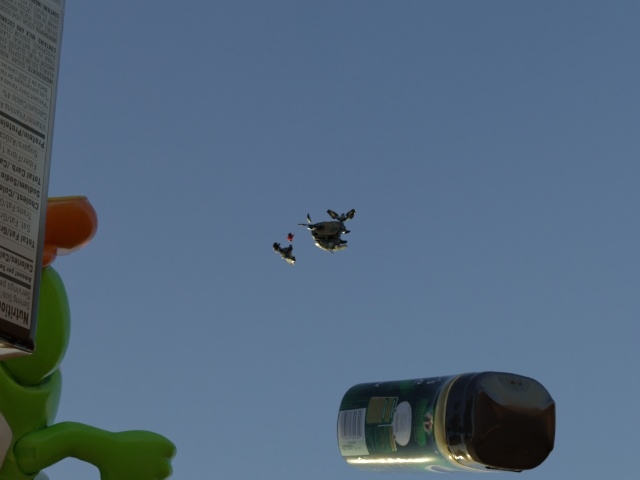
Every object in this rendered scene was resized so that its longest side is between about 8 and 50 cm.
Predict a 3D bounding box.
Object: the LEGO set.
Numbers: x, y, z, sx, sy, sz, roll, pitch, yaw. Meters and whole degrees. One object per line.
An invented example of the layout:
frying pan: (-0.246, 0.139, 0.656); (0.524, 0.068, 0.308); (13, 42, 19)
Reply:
LEGO set: (-0.002, -0.001, 1.431); (0.083, 0.054, 0.023); (-18, -47, -10)

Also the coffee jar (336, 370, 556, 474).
coffee jar: (0.101, 0.149, 1.303); (0.096, 0.184, 0.079); (11, -104, -34)

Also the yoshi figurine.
yoshi figurine: (-0.217, 0.151, 1.210); (0.203, 0.203, 0.362); (-7, -91, -16)

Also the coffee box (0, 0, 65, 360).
coffee box: (-0.242, -0.080, 0.881); (0.168, 0.297, 0.119); (-12, -25, 31)
